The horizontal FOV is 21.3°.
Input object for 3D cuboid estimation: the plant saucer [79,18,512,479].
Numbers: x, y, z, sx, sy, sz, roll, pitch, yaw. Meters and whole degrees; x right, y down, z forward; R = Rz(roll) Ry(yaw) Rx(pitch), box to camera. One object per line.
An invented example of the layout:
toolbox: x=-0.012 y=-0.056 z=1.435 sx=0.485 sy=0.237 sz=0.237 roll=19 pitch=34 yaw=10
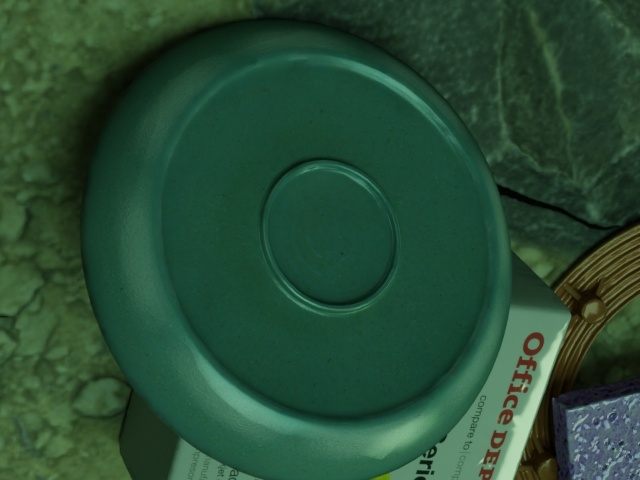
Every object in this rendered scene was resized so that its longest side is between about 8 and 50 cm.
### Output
plant saucer: x=0.000 y=0.000 z=1.115 sx=0.317 sy=0.043 sz=0.318 roll=7 pitch=74 yaw=-26

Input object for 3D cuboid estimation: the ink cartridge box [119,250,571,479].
ink cartridge box: x=0.017 y=0.102 z=1.240 sx=0.278 sy=0.117 sz=0.201 roll=7 pitch=112 yaw=-25

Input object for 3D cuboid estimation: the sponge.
sponge: x=0.292 y=0.160 z=1.375 sx=0.210 sy=0.031 sz=0.117 roll=-12 pitch=112 yaw=-12

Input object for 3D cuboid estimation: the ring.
ring: x=0.311 y=0.130 z=1.404 sx=0.336 sy=0.032 sz=0.337 roll=-5 pitch=111 yaw=-13
